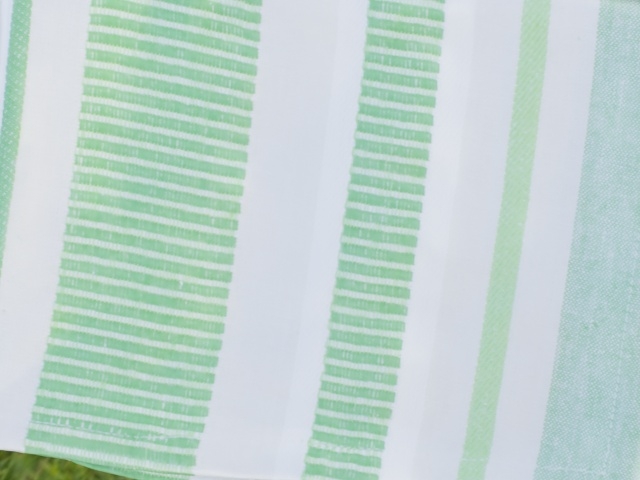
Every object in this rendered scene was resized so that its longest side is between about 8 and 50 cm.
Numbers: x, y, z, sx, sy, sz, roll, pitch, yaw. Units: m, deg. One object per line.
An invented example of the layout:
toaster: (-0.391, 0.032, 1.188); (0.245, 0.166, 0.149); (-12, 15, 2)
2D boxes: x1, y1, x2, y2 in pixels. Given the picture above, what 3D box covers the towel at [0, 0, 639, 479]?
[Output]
towel: (0.000, 0.000, 0.761); (0.325, 0.038, 0.248); (7, 92, 6)
